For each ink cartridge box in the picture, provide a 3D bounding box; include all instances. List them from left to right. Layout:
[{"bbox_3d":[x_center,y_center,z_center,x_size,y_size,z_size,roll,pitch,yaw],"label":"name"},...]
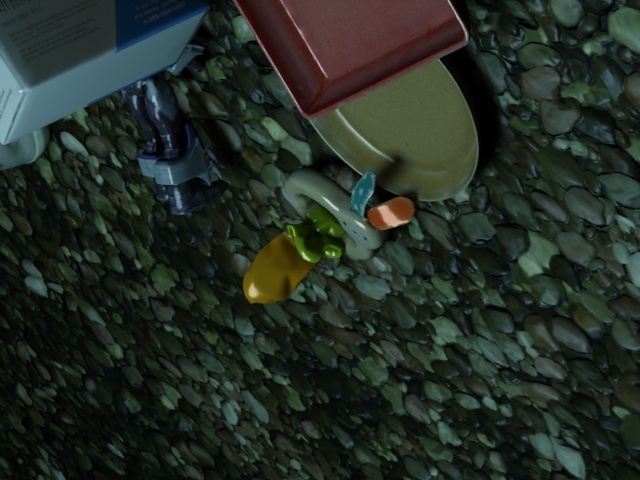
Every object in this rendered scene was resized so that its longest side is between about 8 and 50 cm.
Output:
[{"bbox_3d":[-0.292,-0.284,1.831,0.307,0.223,0.129,56,151,9],"label":"ink cartridge box"}]

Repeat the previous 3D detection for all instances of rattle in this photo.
[{"bbox_3d":[0.000,0.000,1.922,0.200,0.143,0.130,19,136,62],"label":"rattle"}]

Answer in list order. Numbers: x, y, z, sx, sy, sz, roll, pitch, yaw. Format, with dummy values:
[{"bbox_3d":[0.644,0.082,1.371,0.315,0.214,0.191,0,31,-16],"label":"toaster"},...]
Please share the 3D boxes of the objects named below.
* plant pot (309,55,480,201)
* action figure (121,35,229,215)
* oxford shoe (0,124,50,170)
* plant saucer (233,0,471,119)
[{"bbox_3d":[0.065,-0.142,1.806,0.236,0.032,0.236,30,145,24],"label":"plant pot"},{"bbox_3d":[-0.192,-0.172,2.030,0.185,0.099,0.285,17,136,50],"label":"action figure"},{"bbox_3d":[-0.480,-0.261,2.239,0.169,0.130,0.449,7,131,49],"label":"oxford shoe"},{"bbox_3d":[0.007,-0.261,1.680,0.258,0.048,0.259,-22,102,53],"label":"plant saucer"}]
